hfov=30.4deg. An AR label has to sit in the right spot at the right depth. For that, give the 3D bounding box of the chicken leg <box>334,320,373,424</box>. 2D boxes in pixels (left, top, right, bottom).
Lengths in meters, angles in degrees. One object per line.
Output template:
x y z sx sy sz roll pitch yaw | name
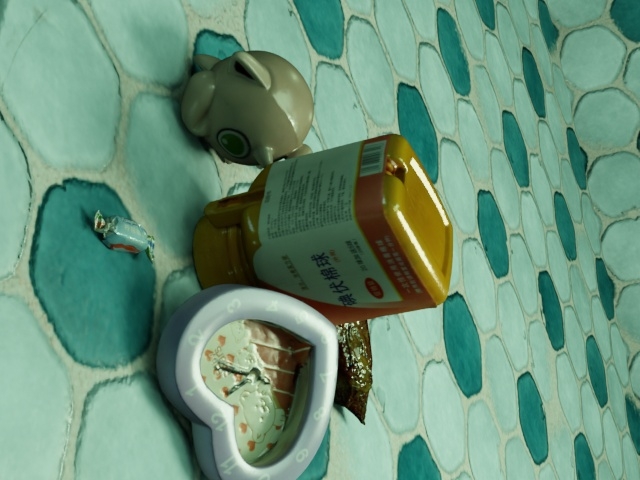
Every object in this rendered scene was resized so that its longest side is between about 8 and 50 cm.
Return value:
0.023 0.092 1.323 0.105 0.063 0.234 8 73 -60 | chicken leg

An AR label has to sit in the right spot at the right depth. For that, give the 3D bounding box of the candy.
-0.164 -0.002 0.997 0.083 0.020 0.030 28 50 -58 | candy

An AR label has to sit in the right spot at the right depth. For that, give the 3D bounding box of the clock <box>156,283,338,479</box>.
-0.061 0.122 1.070 0.172 0.064 0.198 -37 117 -31 | clock

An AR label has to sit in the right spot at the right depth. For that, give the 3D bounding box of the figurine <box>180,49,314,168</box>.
-0.069 -0.129 1.165 0.138 0.125 0.125 53 32 -24 | figurine

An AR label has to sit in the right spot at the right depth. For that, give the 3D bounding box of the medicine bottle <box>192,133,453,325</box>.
0.000 0.001 1.112 0.149 0.222 0.112 57 31 -39 | medicine bottle
